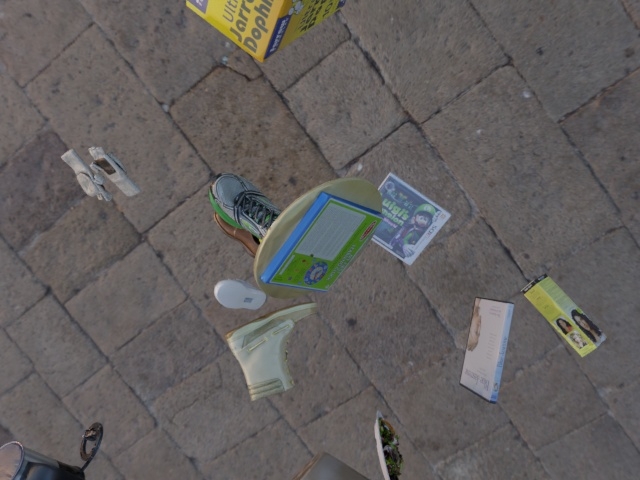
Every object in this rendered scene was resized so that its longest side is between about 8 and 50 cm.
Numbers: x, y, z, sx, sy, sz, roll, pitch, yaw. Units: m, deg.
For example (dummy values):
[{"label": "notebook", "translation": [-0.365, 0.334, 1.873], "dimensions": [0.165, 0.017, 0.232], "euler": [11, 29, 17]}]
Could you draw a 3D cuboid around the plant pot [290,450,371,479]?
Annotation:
[{"label": "plant pot", "translation": [0.035, 0.559, 0.880], "dimensions": [0.280, 0.323, 0.323], "euler": [43, 104, 12]}]

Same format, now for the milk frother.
[{"label": "milk frother", "translation": [-0.448, 0.362, 0.808], "dimensions": [0.129, 0.143, 0.134], "euler": [-23, 134, 10]}]

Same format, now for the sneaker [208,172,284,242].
[{"label": "sneaker", "translation": [-0.158, -0.070, 1.355], "dimensions": [0.343, 0.146, 0.134], "euler": [39, 74, -20]}]

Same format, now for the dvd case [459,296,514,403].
[{"label": "dvd case", "translation": [0.432, 0.278, 1.279], "dimensions": [0.022, 0.180, 0.253], "euler": [12, 86, -8]}]

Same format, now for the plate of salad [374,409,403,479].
[{"label": "plate of salad", "translation": [0.172, 0.511, 1.178], "dimensions": [0.048, 0.200, 0.200], "euler": [-14, 100, 8]}]

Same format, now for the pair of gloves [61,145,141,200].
[{"label": "pair of gloves", "translation": [-0.729, -0.214, 1.603], "dimensions": [0.240, 0.042, 0.204], "euler": [-4, 130, 31]}]

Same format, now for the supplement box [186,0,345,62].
[{"label": "supplement box", "translation": [-0.067, -0.551, 0.971], "dimensions": [0.195, 0.356, 0.194], "euler": [38, 142, 1]}]

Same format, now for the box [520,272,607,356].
[{"label": "box", "translation": [0.674, 0.203, 1.355], "dimensions": [0.232, 0.087, 0.058], "euler": [51, 133, 22]}]

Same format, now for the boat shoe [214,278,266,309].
[{"label": "boat shoe", "translation": [-0.200, 0.120, 1.166], "dimensions": [0.063, 0.184, 0.066], "euler": [32, 97, 30]}]

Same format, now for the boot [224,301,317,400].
[{"label": "boot", "translation": [-0.099, 0.289, 1.303], "dimensions": [0.262, 0.095, 0.203], "euler": [-21, 85, -23]}]

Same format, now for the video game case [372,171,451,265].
[{"label": "video game case", "translation": [0.206, -0.053, 1.254], "dimensions": [0.190, 0.022, 0.173], "euler": [34, 110, -3]}]

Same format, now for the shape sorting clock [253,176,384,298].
[{"label": "shape sorting clock", "translation": [0.000, 0.000, 0.659], "dimensions": [0.206, 0.206, 0.040], "euler": [-51, 53, 14]}]

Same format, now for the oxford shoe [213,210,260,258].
[{"label": "oxford shoe", "translation": [-0.255, -0.035, 1.593], "dimensions": [0.212, 0.076, 0.076], "euler": [40, 131, -12]}]
